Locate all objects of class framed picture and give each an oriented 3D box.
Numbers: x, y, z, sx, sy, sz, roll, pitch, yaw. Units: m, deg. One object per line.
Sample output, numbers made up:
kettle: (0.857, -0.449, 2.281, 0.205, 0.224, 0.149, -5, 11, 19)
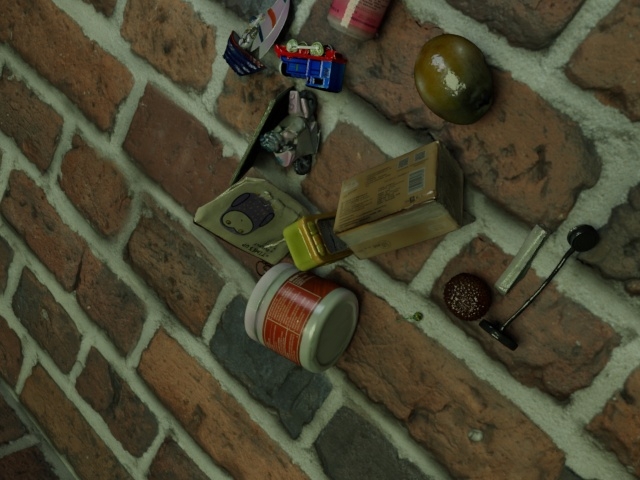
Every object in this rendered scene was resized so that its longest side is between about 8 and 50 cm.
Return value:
framed picture: (-0.174, -0.307, 1.884, 0.019, 0.232, 0.296, 30, 114, -3)

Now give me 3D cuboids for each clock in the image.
clock: (0.000, 0.000, 1.822, 0.096, 0.202, 0.143, -29, 82, 33)

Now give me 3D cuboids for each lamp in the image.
lamp: (0.540, 0.131, 1.556, 0.130, 0.109, 0.371, 33, 117, -24)

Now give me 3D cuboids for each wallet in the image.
wallet: (-0.183, -0.048, 1.910, 0.275, 0.335, 0.068, -41, 35, 23)

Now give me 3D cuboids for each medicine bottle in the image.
medicine bottle: (0.121, -0.658, 1.689, 0.147, 0.147, 0.247, 34, 114, 24)
medicine bottle: (-0.049, 0.219, 1.855, 0.240, 0.252, 0.253, 23, 109, 27)

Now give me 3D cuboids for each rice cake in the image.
rice cake: (0.498, 0.050, 1.610, 0.047, 0.036, 0.207, 43, 118, 34)

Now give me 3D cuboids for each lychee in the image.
lychee: (0.376, 0.147, 1.652, 0.123, 0.129, 0.123, -1, 105, -5)

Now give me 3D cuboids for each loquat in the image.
loquat: (0.326, -0.388, 1.580, 0.179, 0.179, 0.228, -29, 77, 32)

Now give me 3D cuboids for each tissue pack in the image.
tissue pack: (0.224, -0.077, 1.690, 0.305, 0.238, 0.239, -20, 86, 33)

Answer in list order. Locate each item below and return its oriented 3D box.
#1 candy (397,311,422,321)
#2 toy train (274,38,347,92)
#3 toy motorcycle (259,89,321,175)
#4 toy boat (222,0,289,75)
candy: (0.248, 0.219, 1.806, 0.083, 0.025, 0.023, -23, 56, 41)
toy train: (-0.031, -0.498, 1.844, 0.204, 0.082, 0.131, 17, 108, 30)
toy motorcycle: (-0.089, -0.307, 1.836, 0.108, 0.204, 0.239, -7, 90, 44)
toy boat: (-0.164, -0.602, 1.908, 0.318, 0.072, 0.219, -26, 60, 29)
